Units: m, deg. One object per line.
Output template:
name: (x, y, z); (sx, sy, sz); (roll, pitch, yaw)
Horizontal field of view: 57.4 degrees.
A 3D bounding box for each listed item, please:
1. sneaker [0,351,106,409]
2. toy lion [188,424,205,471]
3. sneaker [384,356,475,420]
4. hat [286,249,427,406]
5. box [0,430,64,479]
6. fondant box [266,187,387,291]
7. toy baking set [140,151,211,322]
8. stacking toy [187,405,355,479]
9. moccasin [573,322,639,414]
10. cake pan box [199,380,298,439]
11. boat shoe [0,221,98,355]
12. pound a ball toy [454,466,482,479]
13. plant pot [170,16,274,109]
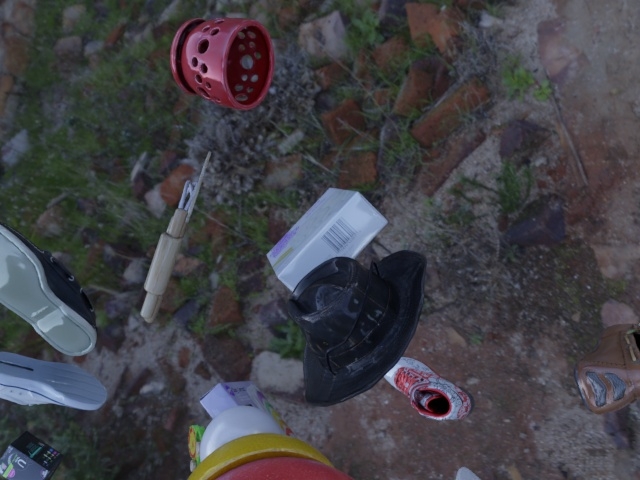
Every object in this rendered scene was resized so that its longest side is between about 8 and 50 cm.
sneaker: (-0.602, 0.318, 1.276); (0.091, 0.258, 0.094); (-51, 25, 29)
toy lion: (-0.261, 0.430, 1.241); (0.096, 0.034, 0.100); (61, 140, 46)
sneaker: (0.241, 0.363, 1.464); (0.270, 0.145, 0.090); (23, 95, 36)
hat: (0.024, 0.117, 0.975); (0.331, 0.134, 0.331); (-48, 18, 22)
box: (-0.504, 0.386, 1.015); (0.062, 0.083, 0.052); (-55, 2, 11)
fondant box: (0.000, 0.000, 1.320); (0.238, 0.096, 0.330); (-47, 10, -2)
toy baking set: (-0.219, -0.007, 0.869); (0.197, 0.030, 0.256); (-111, 41, -70)
stacking toy: (-0.058, 0.345, 0.658); (0.350, 0.351, 0.480); (-59, 20, 3)
moccasin: (0.592, 0.219, 1.093); (0.147, 0.380, 0.139); (-22, 74, 35)
cake pan box: (-0.144, 0.437, 1.346); (0.070, 0.267, 0.246); (-44, 73, -1)
boat shoe: (-0.569, 0.082, 1.190); (0.127, 0.340, 0.113); (-30, 27, 12)
pound a ball toy: (0.202, 0.547, 1.004); (0.208, 0.136, 0.319); (-43, 5, 32)
plant pot: (-0.222, -0.394, 1.288); (0.174, 0.191, 0.191); (15, 80, 23)
